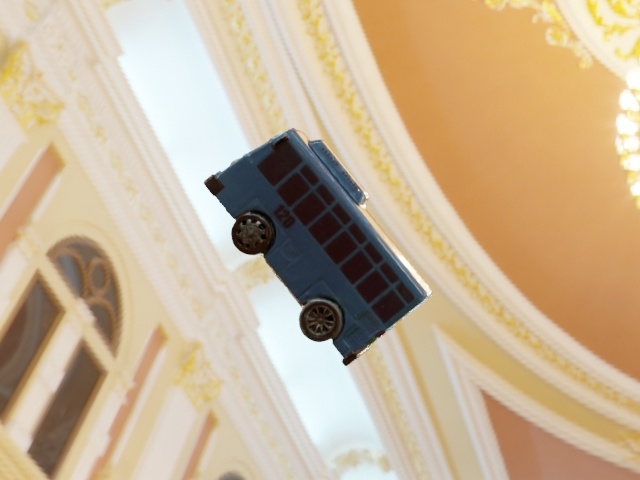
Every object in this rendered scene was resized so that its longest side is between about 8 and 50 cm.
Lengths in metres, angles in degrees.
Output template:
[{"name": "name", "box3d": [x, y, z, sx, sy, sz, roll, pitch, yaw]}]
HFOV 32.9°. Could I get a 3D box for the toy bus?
[{"name": "toy bus", "box3d": [0.000, 0.000, 0.867, 0.106, 0.090, 0.184, -39, -96, 8]}]
